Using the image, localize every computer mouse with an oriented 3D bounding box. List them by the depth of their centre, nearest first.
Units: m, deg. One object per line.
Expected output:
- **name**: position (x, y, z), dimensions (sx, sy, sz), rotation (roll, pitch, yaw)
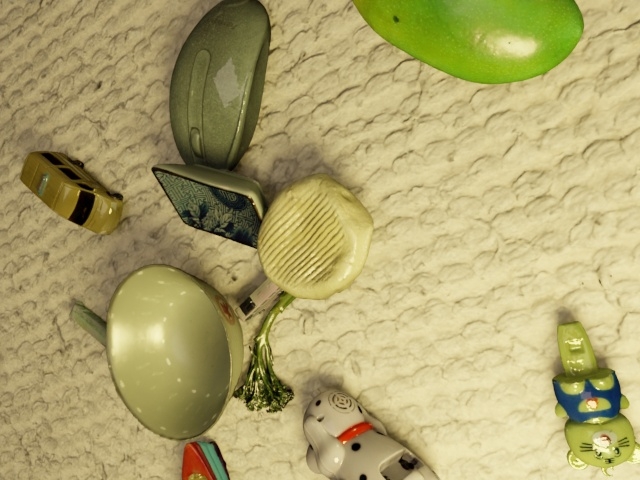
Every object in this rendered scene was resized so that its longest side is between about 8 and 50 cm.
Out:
- **computer mouse**: position (-0.211, -0.308, 1.060), dimensions (0.203, 0.114, 0.374), rotation (18, 99, 24)

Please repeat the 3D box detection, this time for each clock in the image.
- **clock**: position (0.055, 0.372, 0.916), dimensions (0.254, 0.188, 0.189), rotation (43, 108, 33)

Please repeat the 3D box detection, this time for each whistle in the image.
- **whistle**: position (0.399, 0.234, 0.783), dimensions (0.105, 0.085, 0.228), rotation (-14, 84, 16)

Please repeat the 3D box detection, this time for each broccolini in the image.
- **broccolini**: position (-0.080, 0.221, 1.037), dimensions (0.123, 0.062, 0.272), rotation (24, 98, 14)

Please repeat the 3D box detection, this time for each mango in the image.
- **mango**: position (0.214, -0.379, 0.808), dimensions (0.381, 0.201, 0.225), rotation (35, 95, 19)

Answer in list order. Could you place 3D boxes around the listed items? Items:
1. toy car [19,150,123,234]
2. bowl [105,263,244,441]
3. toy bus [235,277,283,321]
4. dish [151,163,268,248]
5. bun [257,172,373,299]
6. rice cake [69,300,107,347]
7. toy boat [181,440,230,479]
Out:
- **toy car**: position (-0.581, -0.111, 1.233), dimensions (0.256, 0.124, 0.101), rotation (36, 106, 22)
- **bowl**: position (-0.257, 0.206, 1.053), dimensions (0.336, 0.157, 0.338), rotation (3, 95, 31)
- **toy bus**: position (-0.115, 0.112, 1.049), dimensions (0.130, 0.052, 0.037), rotation (-44, 75, 19)
- **dish**: position (-0.194, -0.083, 1.054), dimensions (0.243, 0.182, 0.080), rotation (17, 59, 23)
- **bun**: position (0.000, 0.000, 0.948), dimensions (0.230, 0.133, 0.231), rotation (-1, 88, 32)
- **rice cake**: position (-0.526, 0.212, 1.258), dimensions (0.210, 0.034, 0.043), rotation (29, 99, 23)
- **toy boat**: position (-0.209, 0.599, 1.082), dimensions (0.136, 0.079, 0.393), rotation (-14, 85, 27)
